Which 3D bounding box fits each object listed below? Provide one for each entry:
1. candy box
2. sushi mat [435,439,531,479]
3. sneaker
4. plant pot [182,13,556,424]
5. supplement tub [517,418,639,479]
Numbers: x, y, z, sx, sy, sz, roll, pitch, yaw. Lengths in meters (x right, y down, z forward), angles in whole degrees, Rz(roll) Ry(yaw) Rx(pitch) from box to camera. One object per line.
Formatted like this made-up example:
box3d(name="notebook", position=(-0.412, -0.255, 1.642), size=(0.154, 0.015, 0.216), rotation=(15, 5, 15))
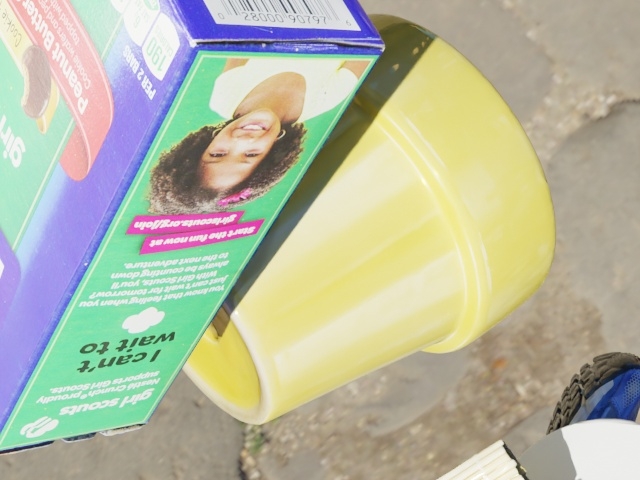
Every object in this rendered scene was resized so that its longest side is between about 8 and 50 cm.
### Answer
box3d(name="candy box", position=(-0.133, -0.083, 0.766), size=(0.122, 0.317, 0.268), rotation=(-4, 51, -36))
box3d(name="sushi mat", position=(0.039, 0.286, 0.971), size=(0.316, 0.019, 0.151), rotation=(-34, 77, 6))
box3d(name="sneaker", position=(0.274, 0.263, 1.324), size=(0.147, 0.330, 0.130), rotation=(12, 19, 9))
box3d(name="plant pot", position=(0.000, 0.000, 1.006), size=(0.239, 0.254, 0.254), rotation=(-34, 82, -24))
box3d(name="supplement tub", position=(0.257, 0.277, 1.101), size=(0.272, 0.191, 0.191), rotation=(52, 40, -46))
